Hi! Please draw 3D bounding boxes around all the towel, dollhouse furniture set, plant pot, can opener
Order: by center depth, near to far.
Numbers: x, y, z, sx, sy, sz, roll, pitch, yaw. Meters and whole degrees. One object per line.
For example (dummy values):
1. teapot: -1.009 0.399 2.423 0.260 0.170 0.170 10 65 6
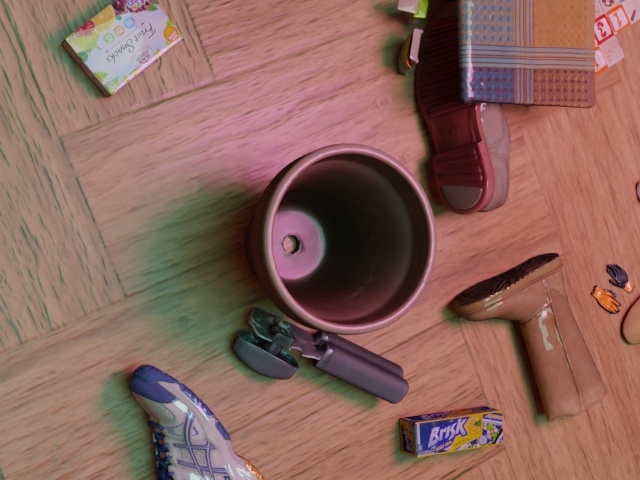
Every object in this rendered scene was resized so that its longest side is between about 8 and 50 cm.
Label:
1. plant pot: 0.000 0.000 1.403 0.263 0.229 0.262 1 89 -24
2. can opener: -0.001 0.190 1.499 0.284 0.076 0.095 28 110 -22
3. towel: 0.327 -0.398 1.543 0.272 0.040 0.370 -1 92 -26
4. dollhouse furniture set: 0.130 -0.348 1.564 0.059 0.076 0.151 11 82 -11

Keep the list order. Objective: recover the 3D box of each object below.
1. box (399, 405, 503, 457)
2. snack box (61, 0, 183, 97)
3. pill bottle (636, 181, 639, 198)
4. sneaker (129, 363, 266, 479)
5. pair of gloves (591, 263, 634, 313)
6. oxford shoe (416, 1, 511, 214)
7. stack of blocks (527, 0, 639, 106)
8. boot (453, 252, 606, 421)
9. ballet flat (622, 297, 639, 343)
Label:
1. box: 0.215 0.311 1.591 0.169 0.054 0.059 -3 90 -25
2. snack box: -0.281 -0.285 1.386 0.141 0.037 0.100 -44 107 -19
3. pill bottle: 0.630 -0.097 1.799 0.083 0.043 0.043 -12 94 -24
4. sneaker: -0.188 0.312 1.374 0.131 0.112 0.296 -41 104 -20
5. pair of gloves: 0.533 0.088 1.768 0.074 0.010 0.083 40 72 -18
6. oxford shoe: 0.244 -0.214 1.606 0.130 0.123 0.348 -1 88 -51
7. stack of blocks: 0.455 -0.379 1.702 0.297 0.087 0.171 -34 102 -22
8. boot: 0.362 0.182 1.645 0.236 0.089 0.269 -22 99 -23
9. ballet flat: 0.650 0.110 1.787 0.232 0.073 0.080 -36 103 -21
